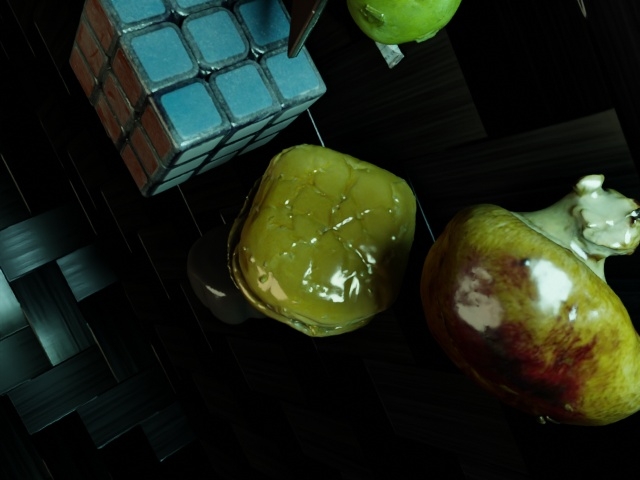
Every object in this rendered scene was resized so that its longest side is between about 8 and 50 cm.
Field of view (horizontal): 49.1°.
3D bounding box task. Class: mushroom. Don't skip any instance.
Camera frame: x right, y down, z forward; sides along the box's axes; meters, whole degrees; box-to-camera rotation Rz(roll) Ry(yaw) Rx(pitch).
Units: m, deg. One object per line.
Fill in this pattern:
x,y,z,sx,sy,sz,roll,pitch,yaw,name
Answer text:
0.281,0.075,0.881,0.345,0.259,0.345,44,175,5,mushroom

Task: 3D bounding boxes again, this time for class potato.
0.096,-0.351,0.823,0.253,0.149,0.186,96,162,-57,potato

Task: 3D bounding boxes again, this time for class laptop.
-0.003,-0.372,0.999,0.207,0.026,0.153,133,144,-62,laptop

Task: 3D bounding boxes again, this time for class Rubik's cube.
-0.225,-0.295,1.236,0.305,0.301,0.304,62,153,-4,Rubik's cube

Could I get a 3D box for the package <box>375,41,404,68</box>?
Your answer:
0.083,-0.304,1.019,0.110,0.015,0.037,59,147,2,package

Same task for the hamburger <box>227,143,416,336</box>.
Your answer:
0.000,0.000,1.118,0.318,0.319,0.158,54,163,14,hamburger

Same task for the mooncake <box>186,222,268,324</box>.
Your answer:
-0.171,0.070,1.559,0.245,0.245,0.133,35,146,39,mooncake
